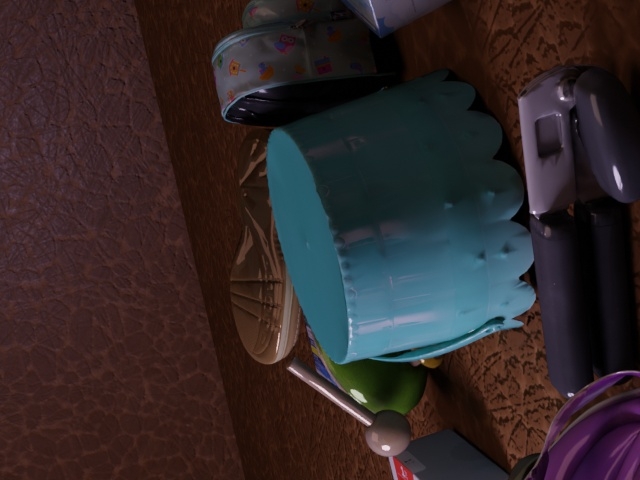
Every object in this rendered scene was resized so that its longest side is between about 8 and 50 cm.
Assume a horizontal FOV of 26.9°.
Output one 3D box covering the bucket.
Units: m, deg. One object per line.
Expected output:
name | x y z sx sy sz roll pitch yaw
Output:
bucket | 0.069 -0.016 1.312 0.281 0.183 0.281 165 90 -77

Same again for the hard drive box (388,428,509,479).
hard drive box | 0.170 0.361 1.562 0.181 0.089 0.232 -151 46 -70

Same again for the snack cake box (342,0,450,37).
snack cake box | 0.017 -0.325 1.266 0.264 0.089 0.152 53 169 47

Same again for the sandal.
sandal | 0.210 0.169 0.999 0.416 0.102 0.169 126 161 -60

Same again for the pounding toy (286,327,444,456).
pounding toy | 0.081 0.118 1.557 0.183 0.110 0.237 47 -150 -12

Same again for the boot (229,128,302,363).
boot | 0.000 0.000 1.511 0.095 0.203 0.262 10 103 45

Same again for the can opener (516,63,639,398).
can opener | 0.206 0.003 1.019 0.095 0.076 0.283 -131 27 -62

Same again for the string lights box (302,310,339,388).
string lights box | 0.022 0.088 1.854 0.133 0.077 0.259 -151 46 -73

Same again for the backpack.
backpack | -0.027 -0.197 1.474 0.166 0.188 0.144 145 108 -77

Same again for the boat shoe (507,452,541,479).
boat shoe | 0.236 0.342 1.193 0.104 0.111 0.307 -20 82 65
